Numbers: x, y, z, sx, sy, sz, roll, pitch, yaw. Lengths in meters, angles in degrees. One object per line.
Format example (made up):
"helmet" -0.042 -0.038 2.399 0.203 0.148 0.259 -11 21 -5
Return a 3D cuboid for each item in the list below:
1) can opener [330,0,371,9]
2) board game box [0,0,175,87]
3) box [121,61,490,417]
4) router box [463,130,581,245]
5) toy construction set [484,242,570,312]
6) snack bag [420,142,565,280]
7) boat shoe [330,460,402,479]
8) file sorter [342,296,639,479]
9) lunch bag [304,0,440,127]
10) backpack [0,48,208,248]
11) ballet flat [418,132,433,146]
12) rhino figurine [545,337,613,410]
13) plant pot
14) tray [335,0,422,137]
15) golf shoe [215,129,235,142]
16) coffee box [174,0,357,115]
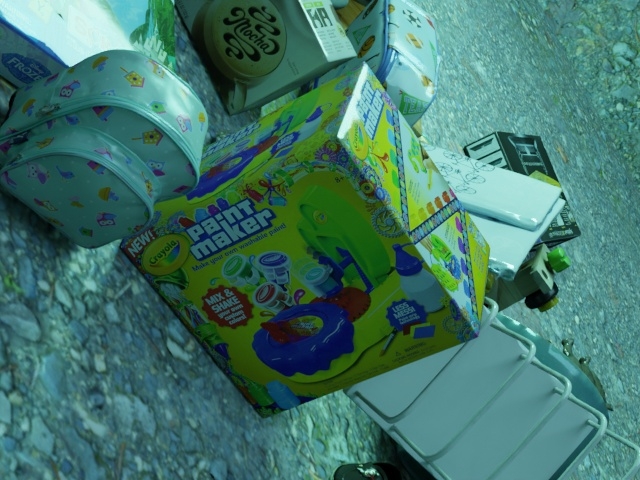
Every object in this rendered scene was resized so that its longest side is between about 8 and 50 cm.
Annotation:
"can opener" 0.040 -0.394 1.848 0.283 0.076 0.095 8 93 -60
"board game box" -0.287 -0.289 1.292 0.319 0.066 0.318 35 39 -46
"box" -0.008 0.006 1.303 0.279 0.290 0.177 53 29 -22
"router box" 0.428 -0.100 2.439 0.309 0.081 0.243 -5 72 -62
"toy construction set" 0.240 0.031 1.801 0.309 0.237 0.257 7 62 -59
"snack bag" 0.184 -0.066 1.757 0.342 0.323 0.037 -41 148 -58
"boat shoe" 0.057 0.299 1.456 0.133 0.042 0.049 11 60 -57
"file sorter" 0.206 0.212 1.355 0.278 0.193 0.173 44 -5 -15
"lunch bag" 0.059 -0.215 1.690 0.115 0.243 0.303 35 35 -18
"backpack" -0.207 -0.090 1.132 0.166 0.188 0.144 46 32 -36
"ballet flat" 0.202 -0.088 2.043 0.232 0.080 0.073 49 58 -24
"rhino figurine" 0.508 0.279 2.273 0.243 0.073 0.106 39 32 -44
"plant pot" 0.213 0.249 1.575 0.195 0.290 0.290 -51 119 -22
"tray" 0.026 -0.350 1.919 0.411 0.076 0.203 42 34 -37
"golf shoe" -0.104 -0.080 1.472 0.069 0.086 0.176 10 28 -16
"coffee box" -0.100 -0.342 1.571 0.297 0.168 0.119 64 25 -3
